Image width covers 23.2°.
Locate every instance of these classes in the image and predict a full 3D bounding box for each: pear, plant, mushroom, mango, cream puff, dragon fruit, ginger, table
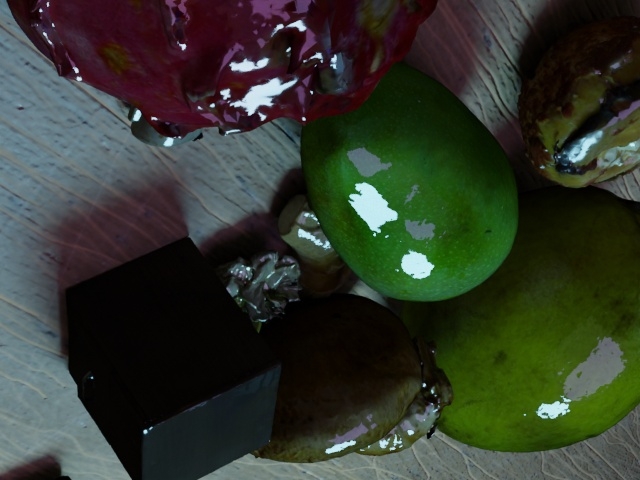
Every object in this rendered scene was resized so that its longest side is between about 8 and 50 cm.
[{"bbox_3d":[0.291,0.108,2.041,0.352,0.352,0.413,3,140,-50],"label":"pear"},{"bbox_3d":[-0.075,0.072,1.766,0.116,0.122,0.104,-10,159,4],"label":"plant"},{"bbox_3d":[0.021,0.163,1.894,0.283,0.263,0.195,5,99,-22],"label":"mushroom"},{"bbox_3d":[0.089,-0.061,1.658,0.382,0.201,0.225,37,71,-59],"label":"mango"},{"bbox_3d":[0.335,-0.170,1.839,0.240,0.164,0.240,-28,166,-8],"label":"cream puff"},{"bbox_3d":[-0.052,-0.233,1.196,0.371,0.249,0.386,-33,142,-17],"label":"dragon fruit"},{"bbox_3d":[-0.001,0.002,1.805,0.095,0.069,0.190,-35,151,-18],"label":"ginger"},{"bbox_3d":[-0.170,0.142,1.691,0.172,0.193,0.169,-24,150,-23],"label":"table"}]

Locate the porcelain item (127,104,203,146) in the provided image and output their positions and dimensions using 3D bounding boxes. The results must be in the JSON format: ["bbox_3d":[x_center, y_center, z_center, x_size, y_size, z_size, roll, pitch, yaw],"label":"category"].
[{"bbox_3d":[-0.121,-0.178,1.417,0.084,0.054,0.213,-20,147,-32],"label":"porcelain item"}]

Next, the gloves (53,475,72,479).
[{"bbox_3d":[-0.394,0.421,1.889,0.301,0.152,0.197,-49,156,-36],"label":"gloves"}]
